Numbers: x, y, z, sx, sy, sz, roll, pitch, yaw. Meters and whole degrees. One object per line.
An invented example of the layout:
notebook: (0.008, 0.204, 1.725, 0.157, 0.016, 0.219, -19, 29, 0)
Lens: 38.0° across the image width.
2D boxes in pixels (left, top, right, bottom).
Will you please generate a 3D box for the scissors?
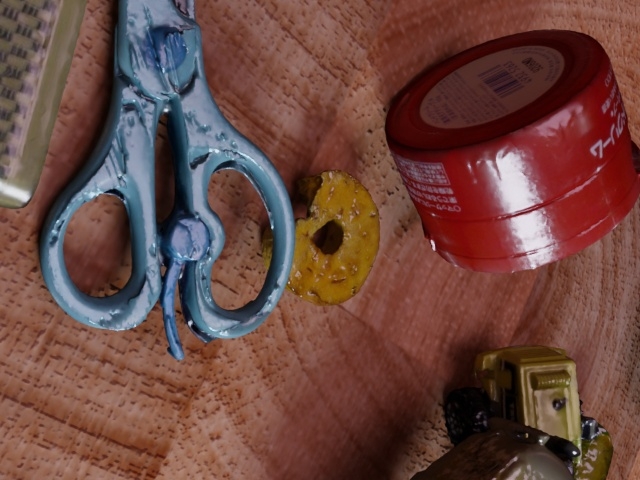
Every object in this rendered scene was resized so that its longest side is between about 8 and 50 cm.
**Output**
scissors: (-0.100, -0.112, 0.619, 0.180, 0.032, 0.392, -5, 97, -30)

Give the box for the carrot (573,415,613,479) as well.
carrot: (0.256, 0.274, 0.984, 0.082, 0.082, 0.173, 37, 72, -39)

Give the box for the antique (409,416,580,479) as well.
antique: (0.101, 0.264, 0.739, 0.284, 0.150, 0.125, -37, 103, -15)

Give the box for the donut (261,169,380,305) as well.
donut: (0.000, 0.000, 0.734, 0.108, 0.043, 0.097, -51, 124, -24)

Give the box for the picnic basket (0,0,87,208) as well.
picnic basket: (-0.204, -0.151, 0.445, 0.139, 0.165, 0.266, 17, 86, -44)

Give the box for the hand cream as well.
hand cream: (0.157, -0.077, 0.766, 0.193, 0.193, 0.125, -46, 124, -27)

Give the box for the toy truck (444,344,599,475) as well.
toy truck: (0.192, 0.241, 0.872, 0.136, 0.111, 0.285, -1, 91, -22)
